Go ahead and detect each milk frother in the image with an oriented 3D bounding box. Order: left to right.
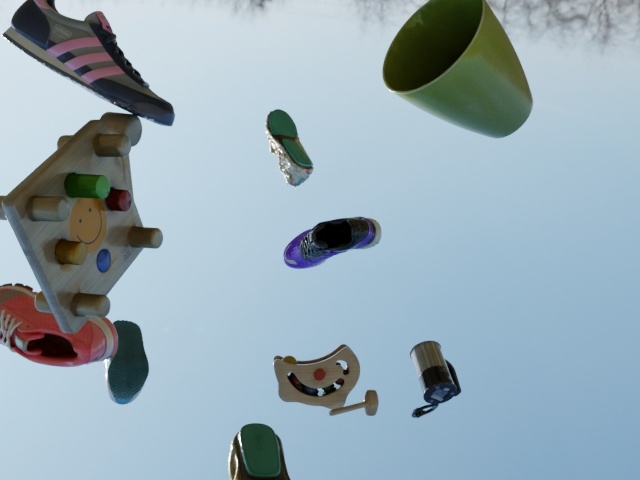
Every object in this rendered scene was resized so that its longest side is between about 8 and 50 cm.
[{"bbox_3d":[0.262,0.349,1.913,0.129,0.143,0.135,46,-160,-39],"label":"milk frother"}]

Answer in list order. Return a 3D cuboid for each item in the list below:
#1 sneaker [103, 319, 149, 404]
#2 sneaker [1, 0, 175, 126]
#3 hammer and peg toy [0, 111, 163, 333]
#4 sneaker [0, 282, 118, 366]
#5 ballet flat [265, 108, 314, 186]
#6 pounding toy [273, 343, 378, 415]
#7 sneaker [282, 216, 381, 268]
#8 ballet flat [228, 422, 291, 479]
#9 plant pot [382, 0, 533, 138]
[{"bbox_3d":[-0.421,0.275,1.658,0.087,0.092,0.229,13,-151,-20],"label":"sneaker"},{"bbox_3d":[-0.372,-0.315,1.316,0.319,0.131,0.112,30,180,-8],"label":"sneaker"},{"bbox_3d":[-0.356,-0.052,1.270,0.127,0.266,0.361,3,-144,20],"label":"hammer and peg toy"},{"bbox_3d":[-0.541,0.160,1.428,0.313,0.116,0.136,12,-170,7],"label":"sneaker"},{"bbox_3d":[-0.085,-0.214,1.803,0.091,0.077,0.241,8,-141,-27],"label":"ballet flat"},{"bbox_3d":[0.017,0.330,1.865,0.269,0.154,0.155,10,180,-4],"label":"pounding toy"},{"bbox_3d":[0.000,-0.001,2.009,0.293,0.102,0.146,-20,168,30],"label":"sneaker"},{"bbox_3d":[-0.098,0.429,1.260,0.123,0.123,0.348,5,-165,-9],"label":"ballet flat"},{"bbox_3d":[0.336,-0.362,1.728,0.293,0.275,0.275,34,-170,-34],"label":"plant pot"}]
